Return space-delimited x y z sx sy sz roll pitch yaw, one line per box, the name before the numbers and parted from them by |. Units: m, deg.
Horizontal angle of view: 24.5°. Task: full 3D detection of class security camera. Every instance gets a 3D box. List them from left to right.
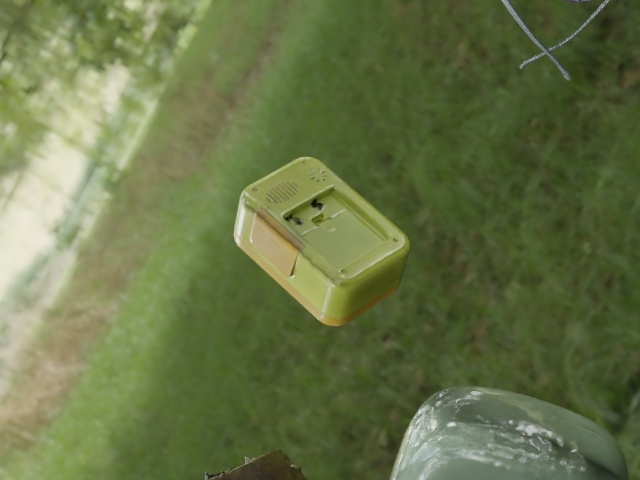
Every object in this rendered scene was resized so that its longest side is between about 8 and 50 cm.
security camera | 0.096 0.234 0.965 0.080 0.157 0.302 -67 -7 -64

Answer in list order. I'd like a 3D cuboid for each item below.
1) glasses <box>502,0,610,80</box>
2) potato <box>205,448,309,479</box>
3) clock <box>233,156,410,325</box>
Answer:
glasses | 0.260 -0.237 1.639 0.062 0.140 0.104 136 136 -70
potato | -0.044 0.190 0.964 0.089 0.101 0.172 -27 -10 21
clock | 0.000 0.000 1.856 0.143 0.202 0.096 -32 -28 -31
